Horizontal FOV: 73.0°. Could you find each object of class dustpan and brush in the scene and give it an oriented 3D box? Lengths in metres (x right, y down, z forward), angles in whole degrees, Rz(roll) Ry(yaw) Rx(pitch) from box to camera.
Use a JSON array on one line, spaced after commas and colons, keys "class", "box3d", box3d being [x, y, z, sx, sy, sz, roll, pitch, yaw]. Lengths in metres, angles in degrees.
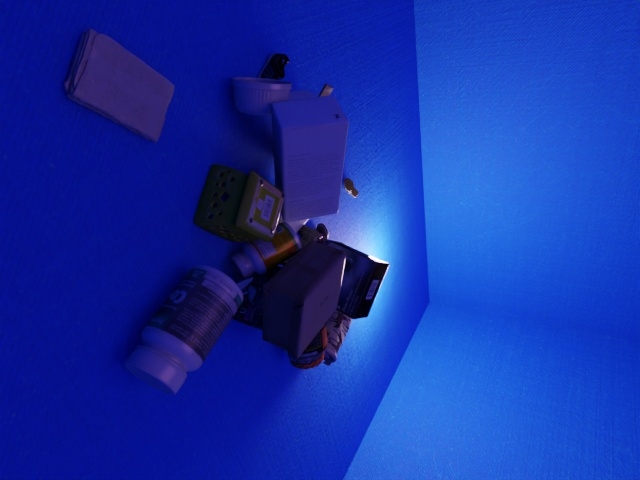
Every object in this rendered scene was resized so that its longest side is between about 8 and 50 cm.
[{"class": "dustpan and brush", "box3d": [-0.335, 0.210, 1.578, 0.211, 0.147, 0.060, -24, 82, -23]}]

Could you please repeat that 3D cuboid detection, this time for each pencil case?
[{"class": "pencil case", "box3d": [0.085, 0.445, 2.295, 0.183, 0.160, 0.410, 53, 50, -32]}]

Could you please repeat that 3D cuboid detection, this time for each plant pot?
[{"class": "plant pot", "box3d": [-0.264, -0.118, 1.500, 0.227, 0.207, 0.227, 33, 68, -58]}]

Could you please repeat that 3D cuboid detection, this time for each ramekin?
[{"class": "ramekin", "box3d": [-0.207, -0.505, 1.517, 0.207, 0.207, 0.108, -32, 134, -54]}]

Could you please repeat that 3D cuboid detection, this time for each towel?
[{"class": "towel", "box3d": [-0.519, -0.399, 1.145, 0.282, 0.049, 0.186, 29, 74, -60]}]

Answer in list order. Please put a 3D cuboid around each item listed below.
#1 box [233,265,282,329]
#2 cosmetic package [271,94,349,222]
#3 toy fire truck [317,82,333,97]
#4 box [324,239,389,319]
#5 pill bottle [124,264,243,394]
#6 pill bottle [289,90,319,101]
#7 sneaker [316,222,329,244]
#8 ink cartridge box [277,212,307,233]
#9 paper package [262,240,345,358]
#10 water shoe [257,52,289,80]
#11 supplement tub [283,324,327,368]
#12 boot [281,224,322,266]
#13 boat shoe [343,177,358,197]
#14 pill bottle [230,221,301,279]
[{"class": "box", "box3d": [-0.215, 0.232, 1.735, 0.163, 0.142, 0.247, 45, 60, -56]}, {"class": "cosmetic package", "box3d": [-0.048, -0.282, 1.587, 0.453, 0.230, 0.161, 96, -21, -52]}, {"class": "toy fire truck", "box3d": [-0.041, -0.562, 1.863, 0.217, 0.159, 0.245, 26, 61, -59]}, {"class": "box", "box3d": [0.126, 0.187, 2.112, 0.183, 0.294, 0.295, 11, 101, -59]}, {"class": "pill bottle", "box3d": [-0.412, 0.269, 1.334, 0.360, 0.205, 0.204, -60, 144, -35]}, {"class": "pill bottle", "box3d": [-0.081, -0.417, 1.686, 0.169, 0.170, 0.301, -53, 164, -40]}, {"class": "sneaker", "box3d": [0.000, 0.000, 2.133, 0.075, 0.063, 0.170, -39, 135, -58]}, {"class": "ink cartridge box", "box3d": [-0.154, -0.094, 1.840, 0.371, 0.069, 0.175, -49, 136, -41]}, {"class": "paper package", "box3d": [-0.059, 0.216, 1.630, 0.325, 0.168, 0.309, -45, 150, -47]}, {"class": "water shoe", "box3d": [-0.181, -0.629, 1.645, 0.073, 0.080, 0.202, 36, 65, -57]}, {"class": "supplement tub", "box3d": [-0.077, 0.393, 1.950, 0.207, 0.207, 0.337, -35, 127, -52]}, {"class": "boot", "box3d": [-0.110, 0.027, 1.909, 0.208, 0.190, 0.076, -48, 116, -12]}, {"class": "boat shoe", "box3d": [0.158, -0.293, 2.369, 0.056, 0.048, 0.153, -52, 138, -4]}, {"class": "pill bottle", "box3d": [-0.207, 0.043, 1.636, 0.246, 0.136, 0.136, -31, 129, -18]}]
